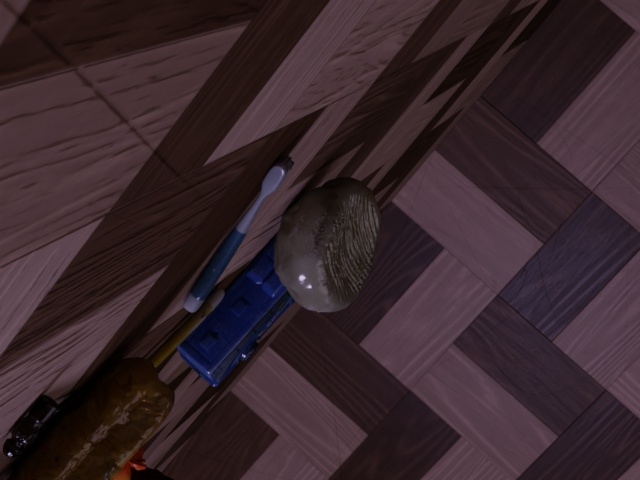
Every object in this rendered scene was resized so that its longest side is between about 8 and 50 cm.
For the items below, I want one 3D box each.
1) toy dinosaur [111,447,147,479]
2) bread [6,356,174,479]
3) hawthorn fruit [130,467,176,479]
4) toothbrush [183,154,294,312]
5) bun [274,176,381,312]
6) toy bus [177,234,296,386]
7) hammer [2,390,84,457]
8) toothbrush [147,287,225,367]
[{"bbox_3d":[-0.284,0.293,1.789,0.117,0.070,0.288,-42,170,20],"label":"toy dinosaur"},{"bbox_3d":[-0.238,0.211,1.454,0.211,0.083,0.114,-48,-179,-13],"label":"bread"},{"bbox_3d":[-0.282,0.424,2.062,0.266,0.230,0.210,-134,-139,-83],"label":"hawthorn fruit"},{"bbox_3d":[-0.089,-0.003,1.481,0.025,0.019,0.275,-55,-179,-43],"label":"toothbrush"},{"bbox_3d":[0.000,0.000,1.777,0.183,0.102,0.183,-41,139,-50],"label":"bun"},{"bbox_3d":[-0.086,0.084,1.872,0.236,0.079,0.094,-48,174,-7],"label":"toy bus"},{"bbox_3d":[-0.247,0.161,1.332,0.065,0.021,0.178,-50,176,8],"label":"hammer"},{"bbox_3d":[-0.198,0.147,1.663,0.288,0.024,0.021,-45,173,-37],"label":"toothbrush"}]
